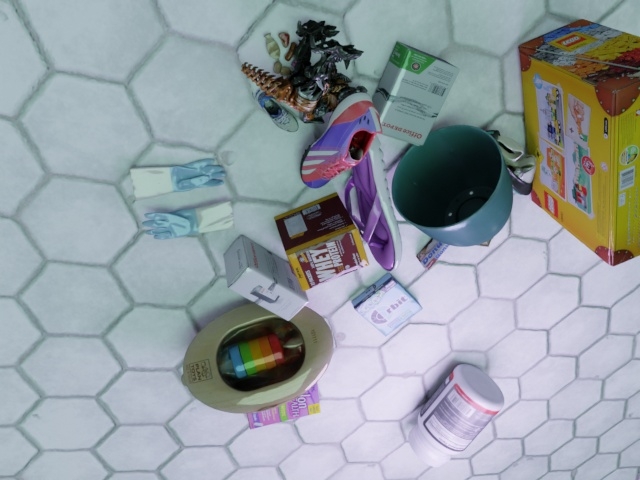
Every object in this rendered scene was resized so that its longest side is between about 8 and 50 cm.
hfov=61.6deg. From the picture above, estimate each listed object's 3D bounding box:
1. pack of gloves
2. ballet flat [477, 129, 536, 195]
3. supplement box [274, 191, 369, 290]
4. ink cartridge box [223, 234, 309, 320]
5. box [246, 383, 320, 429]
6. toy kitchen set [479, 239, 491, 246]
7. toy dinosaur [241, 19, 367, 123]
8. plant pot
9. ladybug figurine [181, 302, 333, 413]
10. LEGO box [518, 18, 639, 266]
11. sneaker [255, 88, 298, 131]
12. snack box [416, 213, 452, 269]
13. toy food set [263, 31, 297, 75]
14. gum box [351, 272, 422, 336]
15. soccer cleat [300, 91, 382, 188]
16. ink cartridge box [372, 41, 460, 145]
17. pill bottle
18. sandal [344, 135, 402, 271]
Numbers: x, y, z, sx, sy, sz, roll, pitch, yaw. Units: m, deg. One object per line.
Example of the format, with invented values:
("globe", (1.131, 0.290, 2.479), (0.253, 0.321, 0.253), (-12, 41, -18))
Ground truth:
("pack of gloves", (-0.347, -0.108, 1.366), (0.232, 0.046, 0.195), (-10, 113, -14))
("ballet flat", (0.535, -0.214, 1.493), (0.280, 0.095, 0.096), (30, 148, -30))
("supplement box", (0.000, 0.000, 1.430), (0.191, 0.194, 0.129), (-22, 126, -1))
("ink cartridge box", (-0.152, 0.103, 1.476), (0.218, 0.158, 0.092), (36, 108, -31))
("box", (-0.135, 0.479, 1.753), (0.243, 0.117, 0.213), (-11, 125, -10))
("toy kitchen set", (0.488, -0.036, 1.648), (0.083, 0.075, 0.068), (-58, 133, -25))
("toy dinosaur", (-0.015, -0.356, 1.204), (0.322, 0.164, 0.218), (-23, 148, -49))
("plant pot", (0.369, -0.115, 1.418), (0.293, 0.293, 0.235), (-40, 139, 12))
("ladybug figurine", (-0.184, 0.340, 1.579), (0.449, 0.305, 0.162), (-13, 168, -6))
("LEGO box", (0.702, -0.247, 1.363), (0.193, 0.372, 0.500), (-22, 126, -1))
("sneaker", (-0.102, -0.302, 1.287), (0.052, 0.058, 0.135), (-43, 124, 13))
("snack box", (0.362, 0.004, 1.616), (0.022, 0.064, 0.178), (25, 112, -30))
("toy food set", (-0.079, -0.425, 1.236), (0.078, 0.019, 0.122), (-19, 126, -3))
("gum box", (0.215, 0.208, 1.723), (0.157, 0.041, 0.184), (-40, 125, 11))
("soccer cleat", (0.043, -0.209, 1.298), (0.108, 0.116, 0.318), (-7, 151, -33))
("ink cartridge box", (0.221, -0.357, 1.325), (0.153, 0.087, 0.208), (13, 117, -23))
("pill bottle", (0.493, 0.654, 1.992), (0.210, 0.210, 0.363), (19, 116, -26))
("sandal", (0.114, -0.097, 1.420), (0.102, 0.169, 0.416), (-23, 114, -18))
